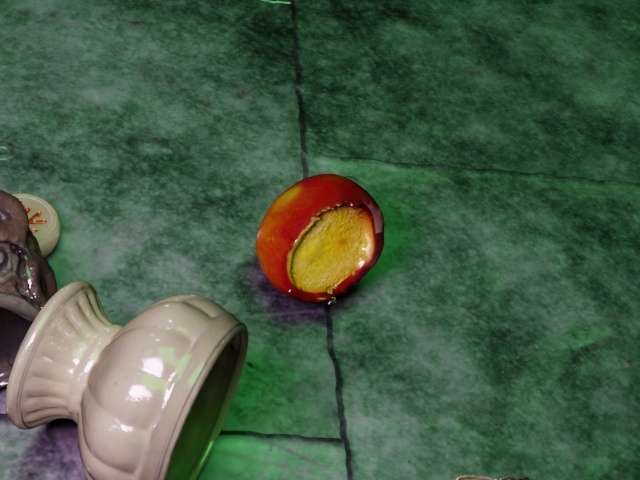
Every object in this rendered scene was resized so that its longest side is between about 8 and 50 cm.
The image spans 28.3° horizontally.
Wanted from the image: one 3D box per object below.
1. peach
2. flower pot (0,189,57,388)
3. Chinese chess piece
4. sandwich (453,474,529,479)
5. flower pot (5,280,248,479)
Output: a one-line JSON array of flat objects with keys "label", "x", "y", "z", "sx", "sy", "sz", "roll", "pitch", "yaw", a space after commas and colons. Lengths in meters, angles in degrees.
[{"label": "peach", "x": 0.000, "y": 0.000, "z": 2.037, "sx": 0.196, "sy": 0.190, "sz": 0.226, "roll": 25, "pitch": 36, "yaw": -5}, {"label": "flower pot", "x": -0.498, "y": 0.081, "z": 1.712, "sx": 0.302, "sy": 0.301, "sz": 0.213, "roll": -16, "pitch": 61, "yaw": -31}, {"label": "Chinese chess piece", "x": -0.472, "y": -0.020, "z": 2.008, "sx": 0.122, "sy": 0.051, "sz": 0.122, "roll": 9, "pitch": 43, "yaw": -9}, {"label": "sandwich", "x": 0.227, "y": 0.432, "z": 1.697, "sx": 0.117, "sy": 0.144, "sz": 0.187, "roll": 3, "pitch": 44, "yaw": -12}, {"label": "flower pot", "x": -0.255, "y": 0.189, "z": 1.681, "sx": 0.244, "sy": 0.307, "sz": 0.307, "roll": 23, "pitch": 43, "yaw": 8}]
